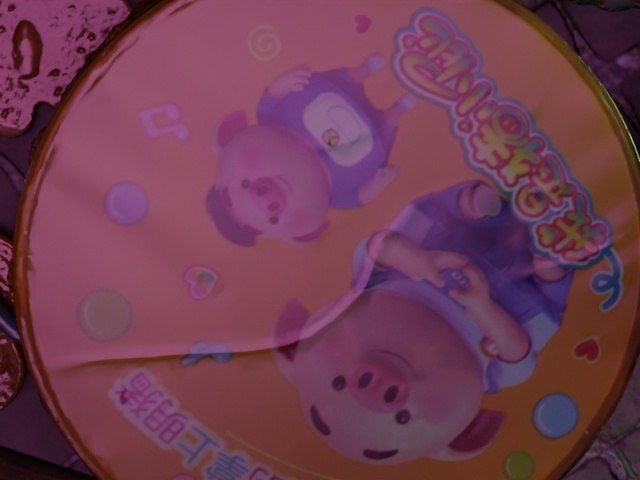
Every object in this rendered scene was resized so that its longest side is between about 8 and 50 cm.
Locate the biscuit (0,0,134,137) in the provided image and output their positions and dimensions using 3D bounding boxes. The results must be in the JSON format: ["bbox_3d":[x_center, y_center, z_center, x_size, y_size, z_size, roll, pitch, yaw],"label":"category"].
[{"bbox_3d":[-0.220,-0.149,1.009,0.184,0.027,0.133,-17,102,-2],"label":"biscuit"}]

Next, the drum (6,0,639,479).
[{"bbox_3d":[0.000,0.000,0.946,0.431,0.214,0.431,-1,102,-6],"label":"drum"}]

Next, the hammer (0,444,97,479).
[{"bbox_3d":[-0.108,0.210,0.981,0.365,0.111,0.043,25,122,-27],"label":"hammer"}]

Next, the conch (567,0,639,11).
[{"bbox_3d":[0.216,-0.330,0.921,0.303,0.215,0.319,-43,101,-7],"label":"conch"}]

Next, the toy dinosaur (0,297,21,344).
[{"bbox_3d":[-0.358,-0.091,0.943,0.384,0.129,0.330,5,77,-36],"label":"toy dinosaur"}]

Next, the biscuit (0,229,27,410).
[{"bbox_3d":[-0.304,0.093,1.042,0.144,0.040,0.236,36,94,-16],"label":"biscuit"}]
